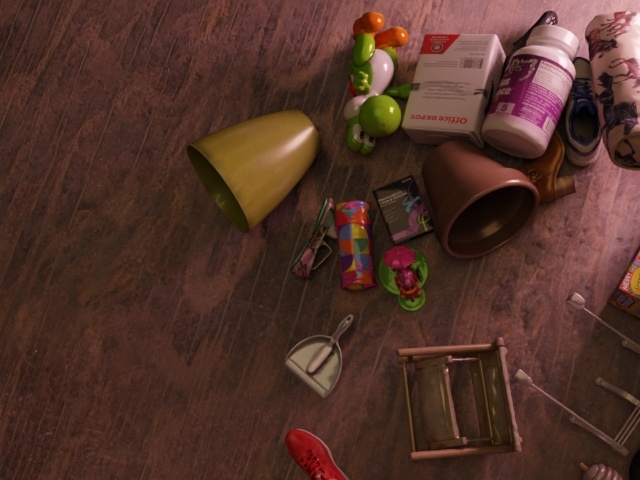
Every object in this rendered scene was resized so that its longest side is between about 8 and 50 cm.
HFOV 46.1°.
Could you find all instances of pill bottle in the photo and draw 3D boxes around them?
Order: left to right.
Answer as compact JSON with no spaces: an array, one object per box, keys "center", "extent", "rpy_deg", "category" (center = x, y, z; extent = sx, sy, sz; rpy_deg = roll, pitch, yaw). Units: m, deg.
[{"center":[0.524,-0.369,1.852],"extent":[0.169,0.169,0.301],"rpy_deg":[22,81,16],"category":"pill bottle"}]

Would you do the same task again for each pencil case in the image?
[{"center":[0.092,0.012,1.922],"extent":[0.105,0.104,0.236],"rpy_deg":[-5,75,10],"category":"pencil case"},{"center":[0.745,-0.355,1.791],"extent":[0.184,0.160,0.410],"rpy_deg":[16,58,-24],"category":"pencil case"}]

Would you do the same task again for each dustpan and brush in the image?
[{"center":[0.017,0.272,1.889],"extent":[0.147,0.060,0.211],"rpy_deg":[38,86,18],"category":"dustpan and brush"}]

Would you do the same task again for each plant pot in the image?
[{"center":[-0.150,-0.213,1.964],"extent":[0.294,0.274,0.274],"rpy_deg":[-36,71,-15],"category":"plant pot"},{"center":[0.366,-0.121,1.845],"extent":[0.263,0.263,0.229],"rpy_deg":[-29,53,3],"category":"plant pot"}]

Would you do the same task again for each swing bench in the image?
[{"center":[0.318,0.374,1.752],"extent":[0.255,0.165,0.253],"rpy_deg":[-6,74,4],"category":"swing bench"}]

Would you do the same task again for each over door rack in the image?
[{"center":[0.623,0.301,1.718],"extent":[0.324,0.108,0.239],"rpy_deg":[36,85,-3],"category":"over door rack"}]

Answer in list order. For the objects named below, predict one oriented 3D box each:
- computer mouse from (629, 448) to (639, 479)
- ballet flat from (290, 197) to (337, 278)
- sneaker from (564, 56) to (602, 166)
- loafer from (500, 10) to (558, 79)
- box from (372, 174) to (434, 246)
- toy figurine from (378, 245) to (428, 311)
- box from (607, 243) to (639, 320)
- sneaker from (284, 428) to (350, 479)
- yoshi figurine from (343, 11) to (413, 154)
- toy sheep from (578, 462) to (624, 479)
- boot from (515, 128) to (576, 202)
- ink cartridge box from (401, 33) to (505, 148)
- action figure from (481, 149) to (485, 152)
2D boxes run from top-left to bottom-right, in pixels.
[{"center":[0.795,0.457,1.657],"extent":[0.188,0.072,0.272],"rpy_deg":[40,89,-1],"category":"computer mouse"},{"center":[0.000,0.000,1.965],"extent":[0.079,0.077,0.221],"rpy_deg":[27,87,-2],"category":"ballet flat"},{"center":[0.664,-0.340,1.881],"extent":[0.112,0.131,0.296],"rpy_deg":[-4,74,13],"category":"sneaker"},{"center":[0.542,-0.512,1.977],"extent":[0.078,0.076,0.223],"rpy_deg":[32,87,41],"category":"loafer"},{"center":[0.216,-0.078,1.957],"extent":[0.116,0.029,0.162],"rpy_deg":[-23,71,5],"category":"box"},{"center":[0.203,0.081,1.850],"extent":[0.130,0.159,0.173],"rpy_deg":[-17,74,7],"category":"toy figurine"},{"center":[0.860,0.074,1.709],"extent":[0.279,0.177,0.289],"rpy_deg":[29,83,18],"category":"box"},{"center":[-0.008,0.535,1.790],"extent":[0.221,0.128,0.087],"rpy_deg":[41,86,17],"category":"sneaker"},{"center":[0.157,-0.407,1.973],"extent":[0.204,0.203,0.361],"rpy_deg":[7,80,7],"category":"yoshi figurine"},{"center":[0.630,0.545,1.681],"extent":[0.132,0.091,0.091],"rpy_deg":[37,85,-1],"category":"toy sheep"},{"center":[0.544,-0.188,1.898],"extent":[0.153,0.073,0.197],"rpy_deg":[-14,71,12],"category":"boot"},{"center":[0.344,-0.385,1.942],"extent":[0.197,0.114,0.272],"rpy_deg":[9,76,30],"category":"ink cartridge box"},{"center":[0.385,-0.260,1.971],"extent":[0.115,0.030,0.038],"rpy_deg":[40,81,16],"category":"action figure"}]
